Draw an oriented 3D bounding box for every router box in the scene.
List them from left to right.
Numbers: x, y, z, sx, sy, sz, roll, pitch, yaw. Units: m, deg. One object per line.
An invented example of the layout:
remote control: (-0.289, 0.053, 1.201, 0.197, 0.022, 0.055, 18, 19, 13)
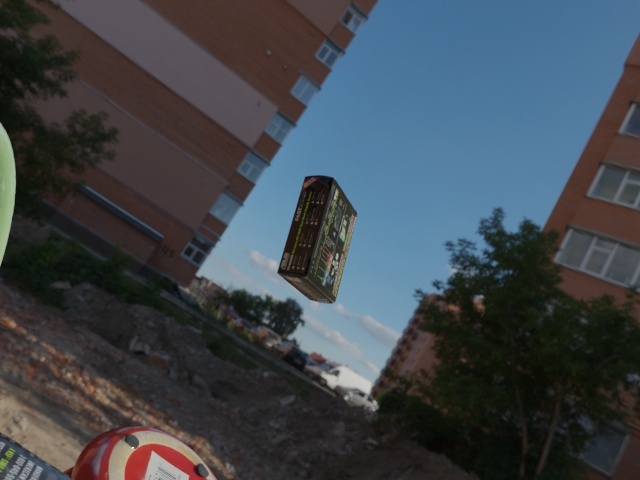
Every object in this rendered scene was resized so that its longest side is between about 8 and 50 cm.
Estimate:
router box: (0.000, 0.000, 0.619, 0.038, 0.122, 0.092, 6, -21, 25)

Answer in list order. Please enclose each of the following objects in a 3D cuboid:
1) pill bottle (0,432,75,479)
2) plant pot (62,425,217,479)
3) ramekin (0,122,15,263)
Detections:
pill bottle: (-0.142, 0.218, 0.299, 0.245, 0.130, 0.130, 41, -14, -12)
plant pot: (-0.187, 0.288, 0.499, 0.191, 0.174, 0.191, 44, 9, -9)
ramekin: (-0.339, 0.032, 0.342, 0.148, 0.303, 0.303, 20, -9, -13)
